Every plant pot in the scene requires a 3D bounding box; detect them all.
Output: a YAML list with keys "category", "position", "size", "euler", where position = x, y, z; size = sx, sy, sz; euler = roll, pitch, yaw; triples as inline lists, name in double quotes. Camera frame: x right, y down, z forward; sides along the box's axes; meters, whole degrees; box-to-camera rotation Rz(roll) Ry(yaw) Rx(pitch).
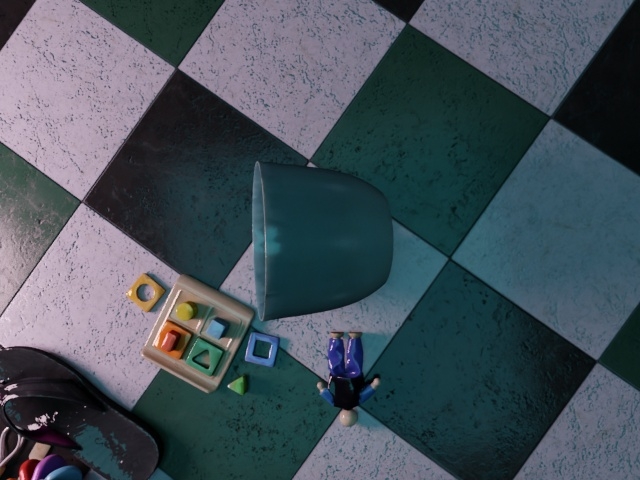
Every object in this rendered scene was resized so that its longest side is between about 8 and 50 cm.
- category: "plant pot"
  position: [0.000, 0.000, 1.132]
  size: [0.235, 0.293, 0.292]
  euler: [-1, 87, -11]

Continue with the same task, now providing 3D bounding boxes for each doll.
- category: "doll"
  position: [0.058, 0.280, 1.223]
  size: [0.129, 0.046, 0.188]
  euler: [0, 87, 6]

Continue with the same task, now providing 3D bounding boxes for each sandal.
- category: "sandal"
  position: [-0.529, 0.352, 1.236]
  size: [0.446, 0.107, 0.167]
  euler: [26, 90, 5]

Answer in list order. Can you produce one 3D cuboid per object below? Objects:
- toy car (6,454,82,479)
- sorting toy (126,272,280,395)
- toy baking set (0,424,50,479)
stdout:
- category: "toy car"
  position: [-0.556, 0.502, 1.217]
  size: [0.182, 0.159, 0.136]
  euler: [-12, 54, 15]
- category: "sorting toy"
  position: [-0.258, 0.192, 1.252]
  size: [0.348, 0.047, 0.195]
  euler: [27, 90, 6]
- category: "toy baking set"
  position: [-0.700, 0.487, 1.282]
  size: [0.256, 0.030, 0.196]
  euler: [0, 87, 5]
